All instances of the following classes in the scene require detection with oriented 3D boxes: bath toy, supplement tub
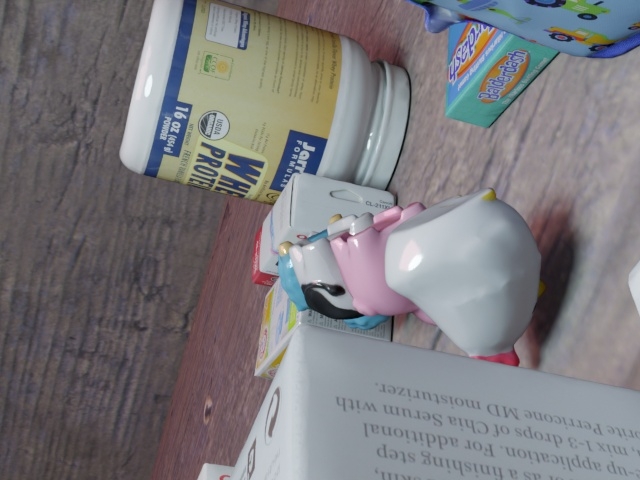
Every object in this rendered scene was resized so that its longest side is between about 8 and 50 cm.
[{"bbox_3d":[0.079,0.032,0.752,0.129,0.151,0.348,65,164,-6],"label":"bath toy"},{"bbox_3d":[-0.071,-0.162,1.121,0.228,0.316,0.228,-167,90,-77],"label":"supplement tub"}]

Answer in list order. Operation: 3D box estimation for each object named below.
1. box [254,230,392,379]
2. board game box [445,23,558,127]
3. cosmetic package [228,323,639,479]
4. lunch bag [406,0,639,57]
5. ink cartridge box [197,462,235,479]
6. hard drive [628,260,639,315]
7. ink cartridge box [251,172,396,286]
[{"bbox_3d":[0.002,0.089,1.052,0.203,0.103,0.114,127,153,-60],"label":"box"},{"bbox_3d":[0.165,-0.230,0.798,0.160,0.047,0.210,128,151,-61],"label":"board game box"},{"bbox_3d":[0.077,0.263,0.319,0.453,0.230,0.161,-92,19,-49],"label":"cosmetic package"},{"bbox_3d":[0.129,-0.193,0.539,0.293,0.221,0.138,140,141,-68],"label":"lunch bag"},{"bbox_3d":[-0.054,0.365,0.878,0.233,0.171,0.168,-101,27,-58],"label":"ink cartridge box"},{"bbox_3d":[0.235,-0.014,0.332,0.203,0.040,0.307,-91,20,-46],"label":"hard drive"},{"bbox_3d":[0.000,0.000,1.088,0.175,0.127,0.072,127,151,-61],"label":"ink cartridge box"}]
